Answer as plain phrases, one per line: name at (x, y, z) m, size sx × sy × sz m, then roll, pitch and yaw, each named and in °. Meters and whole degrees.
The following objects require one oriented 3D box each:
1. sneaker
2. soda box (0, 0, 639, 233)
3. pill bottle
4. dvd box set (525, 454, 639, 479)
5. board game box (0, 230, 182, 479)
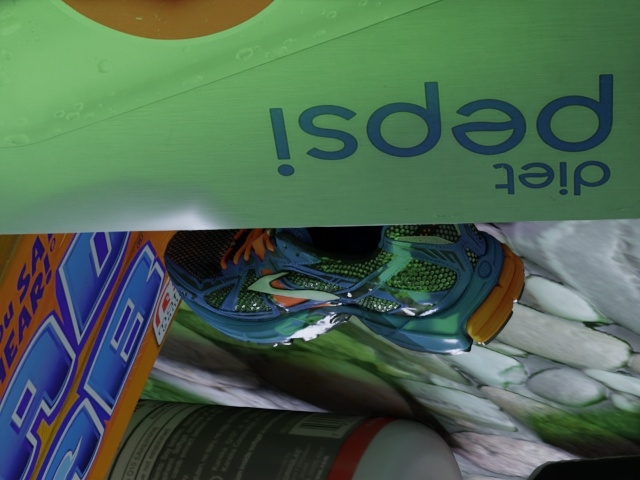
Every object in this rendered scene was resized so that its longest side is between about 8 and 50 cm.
sneaker at (0.000, 0.000, 0.944) m, size 0.221 × 0.083 × 0.087 m, roll -2°, pitch 138°, yaw 41°
soda box at (-0.035, -0.066, 0.550) m, size 0.286 × 0.091 × 0.098 m, roll -1°, pitch 134°, yaw 7°
pill bottle at (-0.089, 0.227, 1.389) m, size 0.363 × 0.210 × 0.210 m, roll 1°, pitch 155°, yaw 26°
dvd box set at (0.335, 0.306, 1.181) m, size 0.420 × 0.062 × 0.308 m, roll 51°, pitch 154°, yaw -12°
board game box at (-0.310, 0.055, 0.982) m, size 0.357 × 0.356 × 0.356 m, roll 19°, pitch 162°, yaw 8°
